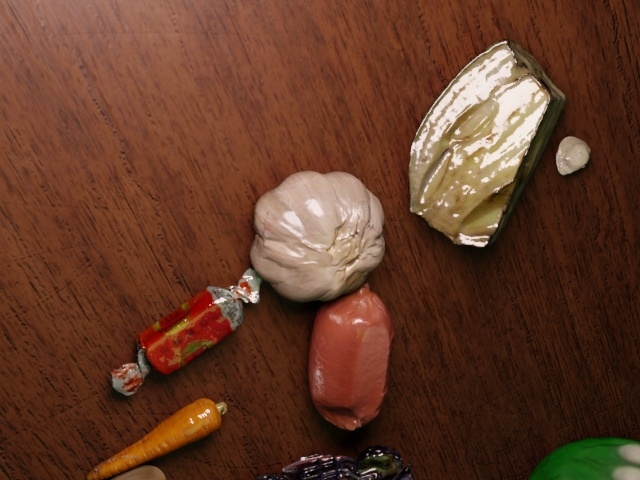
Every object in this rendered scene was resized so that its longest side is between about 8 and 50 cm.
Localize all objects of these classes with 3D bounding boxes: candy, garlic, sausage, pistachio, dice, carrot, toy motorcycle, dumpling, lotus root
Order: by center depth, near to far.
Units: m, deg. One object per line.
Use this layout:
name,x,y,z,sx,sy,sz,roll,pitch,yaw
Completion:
garlic,0.003,-0.003,1.699,0.228,0.152,0.227,-11,123,-17
candy,-0.207,0.143,1.725,0.292,0.059,0.086,-34,118,-7
lotus root,0.267,-0.156,1.765,0.210,0.142,0.314,37,101,6
carrot,-0.268,0.328,1.784,0.257,0.061,0.061,-27,120,-7
pistachio,-0.312,0.435,1.786,0.149,0.113,0.113,-29,121,-2
sausage,0.047,0.189,1.810,0.148,0.148,0.254,0,120,-24
dumpling,0.433,-0.150,1.887,0.077,0.043,0.059,-32,99,-4
toy motorcycle,0.076,0.456,1.930,0.401,0.134,0.207,-16,119,-1
dice,0.573,0.573,2.118,0.297,0.300,0.287,-4,116,-23
